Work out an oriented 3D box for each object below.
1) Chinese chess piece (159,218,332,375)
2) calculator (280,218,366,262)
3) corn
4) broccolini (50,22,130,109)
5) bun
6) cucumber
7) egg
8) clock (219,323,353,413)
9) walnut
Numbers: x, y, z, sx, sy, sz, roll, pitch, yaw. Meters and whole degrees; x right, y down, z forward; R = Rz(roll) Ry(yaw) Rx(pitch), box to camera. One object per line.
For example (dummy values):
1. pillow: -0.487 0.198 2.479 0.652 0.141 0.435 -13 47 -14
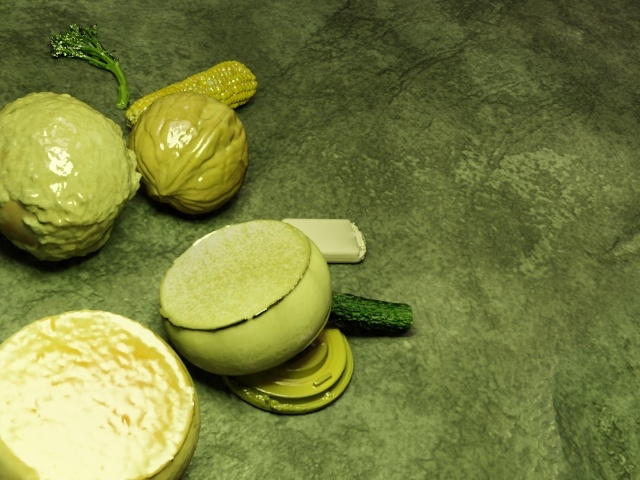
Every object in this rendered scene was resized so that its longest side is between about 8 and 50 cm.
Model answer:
1. Chinese chess piece: -0.116 0.084 1.445 0.270 0.112 0.270 -13 37 10
2. calculator: 0.000 0.000 1.703 0.175 0.032 0.100 1 44 -16
3. corn: -0.255 -0.279 1.877 0.102 0.102 0.313 38 50 23
4. broccolini: -0.477 -0.361 1.931 0.123 0.062 0.271 -21 56 -22
5. bun: -0.317 0.248 1.244 0.299 0.164 0.298 11 50 -13
6. cucumber: 0.065 0.120 1.547 0.187 0.058 0.058 12 39 -31
7. egg: -0.434 -0.111 1.524 0.279 0.279 0.310 3 36 -14
8. clock: -0.056 0.169 1.490 0.237 0.057 0.237 9 44 -8
9. walnut: -0.236 -0.154 1.668 0.228 0.228 0.228 9 43 -8
